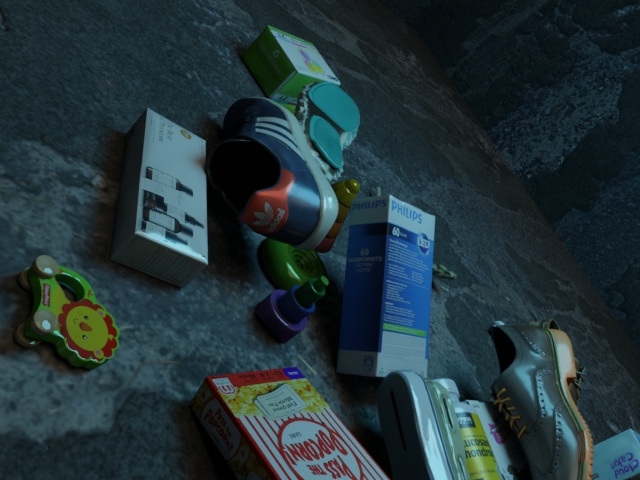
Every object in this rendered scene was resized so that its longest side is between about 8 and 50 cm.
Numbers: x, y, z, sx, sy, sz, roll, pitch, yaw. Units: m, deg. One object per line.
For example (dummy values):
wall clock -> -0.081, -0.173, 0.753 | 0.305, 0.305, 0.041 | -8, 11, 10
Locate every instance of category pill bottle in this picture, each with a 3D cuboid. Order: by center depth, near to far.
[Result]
pill bottle -> 0.189, 0.297, 0.829 | 0.103, 0.103, 0.184 | 25, 37, -40

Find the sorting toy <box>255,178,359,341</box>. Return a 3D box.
sorting toy -> 0.000, 0.000, 0.892 | 0.127, 0.126, 0.365 | 43, 28, -15

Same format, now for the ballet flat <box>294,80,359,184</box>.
ballet flat -> -0.022, -0.194, 1.090 | 0.147, 0.147, 0.409 | 44, 26, -13

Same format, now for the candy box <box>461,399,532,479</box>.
candy box -> 0.288, 0.361, 0.933 | 0.165, 0.070, 0.196 | 18, 41, -46

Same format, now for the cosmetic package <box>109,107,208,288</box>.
cosmetic package -> -0.199, -0.061, 0.741 | 0.099, 0.060, 0.239 | 29, 34, -36

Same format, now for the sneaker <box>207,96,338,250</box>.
sneaker -> -0.105, -0.128, 0.851 | 0.148, 0.131, 0.350 | 14, 27, -37

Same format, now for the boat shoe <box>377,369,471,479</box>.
boat shoe -> 0.147, 0.303, 0.713 | 0.094, 0.109, 0.302 | 13, 53, -27

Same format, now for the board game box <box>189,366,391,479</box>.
board game box -> -0.026, 0.219, 0.607 | 0.147, 0.045, 0.193 | 8, 29, -52

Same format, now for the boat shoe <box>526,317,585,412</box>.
boat shoe -> 0.531, 0.303, 1.315 | 0.123, 0.116, 0.324 | 34, 32, -28

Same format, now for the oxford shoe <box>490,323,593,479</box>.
oxford shoe -> 0.337, 0.288, 0.931 | 0.133, 0.130, 0.363 | 14, 40, 0

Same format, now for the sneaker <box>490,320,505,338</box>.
sneaker -> 0.424, 0.233, 1.334 | 0.098, 0.038, 0.069 | 49, 27, 18

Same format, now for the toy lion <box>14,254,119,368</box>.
toy lion -> -0.237, 0.072, 0.556 | 0.096, 0.034, 0.100 | 30, 33, -46

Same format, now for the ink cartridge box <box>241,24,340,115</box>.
ink cartridge box -> -0.029, -0.329, 1.283 | 0.255, 0.097, 0.189 | 57, 28, 14

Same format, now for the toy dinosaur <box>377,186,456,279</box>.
toy dinosaur -> 0.181, -0.006, 1.244 | 0.268, 0.064, 0.118 | 53, 21, 11

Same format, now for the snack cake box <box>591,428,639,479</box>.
snack cake box -> 0.667, 0.505, 1.231 | 0.264, 0.152, 0.089 | 32, 33, -31

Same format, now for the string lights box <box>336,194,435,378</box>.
string lights box -> 0.104, 0.074, 0.875 | 0.133, 0.077, 0.259 | 19, 72, -46
